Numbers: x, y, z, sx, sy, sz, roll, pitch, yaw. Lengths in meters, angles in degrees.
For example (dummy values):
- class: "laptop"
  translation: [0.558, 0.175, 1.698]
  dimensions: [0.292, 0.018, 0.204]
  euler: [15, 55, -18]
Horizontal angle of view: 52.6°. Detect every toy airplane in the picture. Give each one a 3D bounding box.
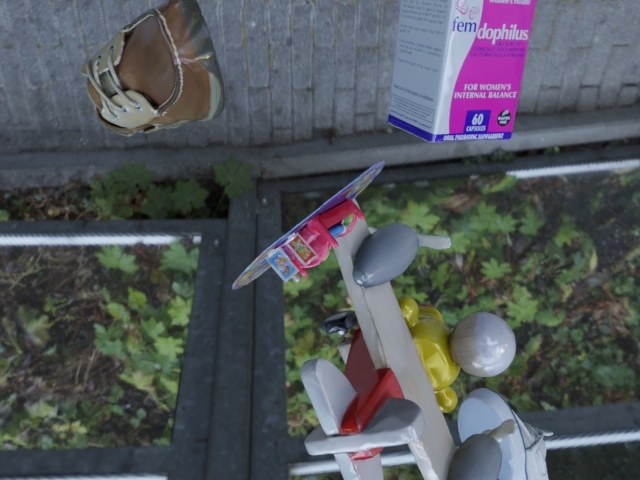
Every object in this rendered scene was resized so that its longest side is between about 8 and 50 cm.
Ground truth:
- class: "toy airplane"
  translation: [0.125, 0.170, 0.857]
  dimensions: [0.272, 0.385, 0.386]
  euler: [-20, 140, 11]

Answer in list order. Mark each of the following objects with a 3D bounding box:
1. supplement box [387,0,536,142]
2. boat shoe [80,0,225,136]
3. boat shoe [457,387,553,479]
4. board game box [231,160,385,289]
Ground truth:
- class: "supplement box"
  translation: [0.159, -0.231, 0.733]
  dimensions: [0.111, 0.114, 0.220]
  euler: [-6, 114, -21]
- class: "boat shoe"
  translation: [-0.192, -0.169, 0.708]
  dimensions: [0.119, 0.324, 0.123]
  euler: [-22, 96, -20]
- class: "boat shoe"
  translation: [0.391, 0.412, 1.274]
  dimensions: [0.156, 0.135, 0.367]
  euler: [-36, 112, -33]
- class: "board game box"
  translation: [0.000, 0.000, 0.555]
  dimensions: [0.168, 0.133, 0.033]
  euler: [-38, 86, -16]
